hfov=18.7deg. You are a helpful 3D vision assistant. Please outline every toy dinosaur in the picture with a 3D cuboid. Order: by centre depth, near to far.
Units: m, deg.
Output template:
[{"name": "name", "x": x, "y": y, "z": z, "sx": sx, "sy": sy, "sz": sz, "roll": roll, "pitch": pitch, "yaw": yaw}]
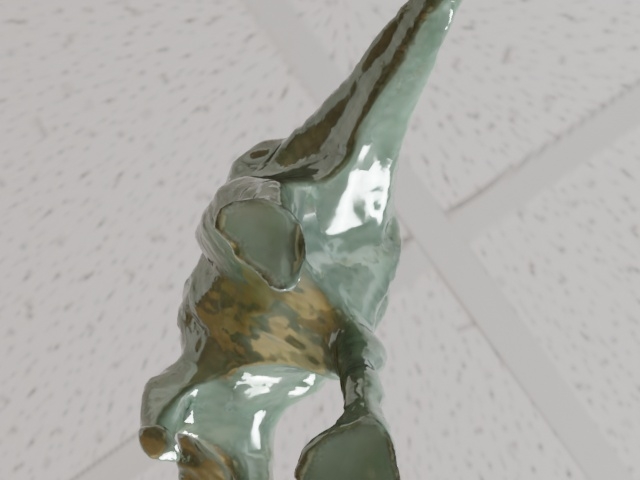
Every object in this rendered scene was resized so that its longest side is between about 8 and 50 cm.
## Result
[{"name": "toy dinosaur", "x": 0.000, "y": 0.000, "z": 0.716, "sx": 0.092, "sy": 0.205, "sz": 0.393, "roll": 17, "pitch": -80, "yaw": -4}]
